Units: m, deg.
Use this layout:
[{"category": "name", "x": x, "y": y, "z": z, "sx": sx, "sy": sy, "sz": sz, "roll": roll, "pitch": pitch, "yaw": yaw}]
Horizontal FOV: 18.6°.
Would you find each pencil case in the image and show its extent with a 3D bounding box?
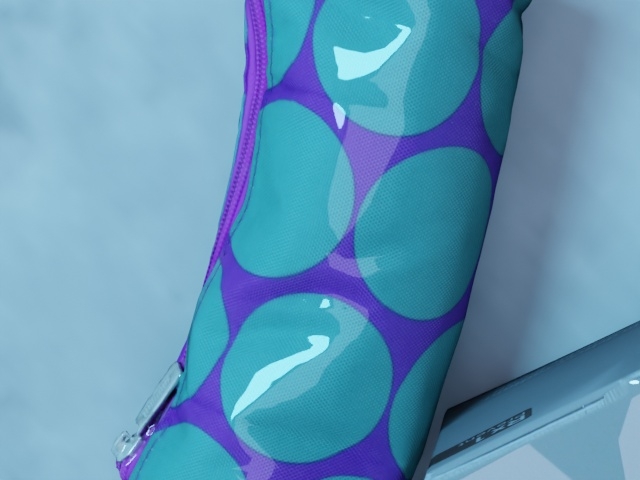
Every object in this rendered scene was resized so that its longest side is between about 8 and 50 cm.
[{"category": "pencil case", "x": 0.000, "y": 0.000, "z": 0.444, "sx": 0.070, "sy": 0.064, "sz": 0.151, "roll": 12, "pitch": 99, "yaw": -14}]

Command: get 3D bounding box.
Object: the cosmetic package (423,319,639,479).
[{"category": "cosmetic package", "x": 0.128, "y": 0.121, "z": 0.426, "sx": 0.127, "sy": 0.107, "sz": 0.238, "roll": -24, "pitch": 88, "yaw": 7}]
